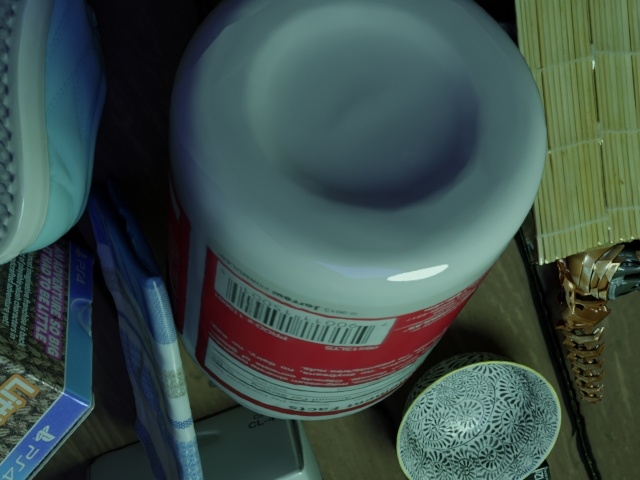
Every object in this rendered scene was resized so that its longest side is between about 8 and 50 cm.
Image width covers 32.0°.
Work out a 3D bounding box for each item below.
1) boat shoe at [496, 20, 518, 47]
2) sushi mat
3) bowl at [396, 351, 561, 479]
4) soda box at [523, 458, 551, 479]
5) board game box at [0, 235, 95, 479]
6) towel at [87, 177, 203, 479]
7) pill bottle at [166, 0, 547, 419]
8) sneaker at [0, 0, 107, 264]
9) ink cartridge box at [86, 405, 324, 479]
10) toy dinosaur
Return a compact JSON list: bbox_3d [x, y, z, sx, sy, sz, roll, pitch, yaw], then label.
[{"bbox_3d":[0.086,-0.160,0.921,0.301,0.108,0.102,2,97,-13],"label":"boat shoe"},{"bbox_3d":[0.222,-0.147,0.916,0.151,0.019,0.317,-9,97,-25],"label":"sushi mat"},{"bbox_3d":[0.150,0.172,1.130,0.170,0.080,0.170,-5,119,-9],"label":"bowl"},{"bbox_3d":[0.228,0.301,1.233,0.060,0.053,0.169,-17,120,-2],"label":"soda box"},{"bbox_3d":[-0.335,0.043,0.869,0.291,0.232,0.141,35,108,-26],"label":"board game box"},{"bbox_3d":[-0.147,0.109,0.959,0.034,0.209,0.285,-15,120,-16],"label":"towel"},{"bbox_3d":[0.000,0.000,0.826,0.229,0.229,0.408,-4,158,-10],"label":"pill bottle"},{"bbox_3d":[-0.230,-0.169,0.854,0.135,0.150,0.366,11,99,16],"label":"sneaker"},{"bbox_3d":[-0.081,0.339,1.145,0.226,0.131,0.306,-21,122,0],"label":"ink cartridge box"},{"bbox_3d":[0.298,0.001,1.058,0.218,0.164,0.322,9,136,0],"label":"toy dinosaur"}]
